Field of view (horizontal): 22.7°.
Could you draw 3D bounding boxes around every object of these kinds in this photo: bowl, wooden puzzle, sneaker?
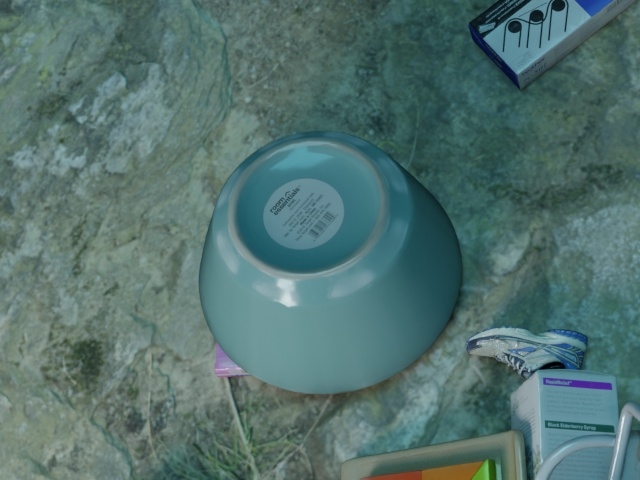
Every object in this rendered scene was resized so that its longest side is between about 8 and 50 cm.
[{"bbox_3d":[0.000,0.000,1.796,0.311,0.163,0.312,-4,61,7],"label":"bowl"},{"bbox_3d":[0.114,0.321,1.672,0.238,0.044,0.221,-17,63,32],"label":"wooden puzzle"},{"bbox_3d":[0.227,0.128,1.768,0.135,0.052,0.058,1,72,15],"label":"sneaker"}]

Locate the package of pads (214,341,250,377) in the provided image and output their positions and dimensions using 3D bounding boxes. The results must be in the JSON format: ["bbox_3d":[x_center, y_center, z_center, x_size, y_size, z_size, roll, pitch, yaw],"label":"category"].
[{"bbox_3d":[-0.082,0.131,1.853,0.083,0.032,0.050,-5,66,12],"label":"package of pads"}]

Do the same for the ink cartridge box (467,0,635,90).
[{"bbox_3d":[0.290,-0.284,1.926,0.207,0.046,0.097,-38,65,-4],"label":"ink cartridge box"}]

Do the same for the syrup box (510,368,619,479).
[{"bbox_3d":[0.258,0.261,1.664,0.096,0.093,0.237,6,67,-11],"label":"syrup box"}]

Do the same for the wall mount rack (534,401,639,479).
[{"bbox_3d":[0.381,0.313,1.562,0.350,0.130,0.304,4,106,-14],"label":"wall mount rack"}]
